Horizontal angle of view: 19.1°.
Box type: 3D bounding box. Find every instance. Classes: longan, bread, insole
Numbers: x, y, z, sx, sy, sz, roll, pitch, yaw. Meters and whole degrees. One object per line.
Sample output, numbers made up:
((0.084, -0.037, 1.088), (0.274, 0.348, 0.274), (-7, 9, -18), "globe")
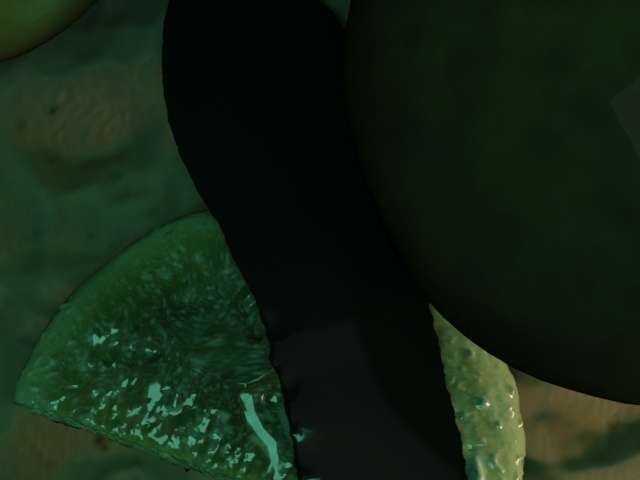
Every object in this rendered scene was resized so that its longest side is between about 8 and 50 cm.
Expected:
((0.131, -0.058, 0.601), (0.248, 0.248, 0.248), (0, 95, 2), "longan")
((-0.007, 0.040, 0.695), (0.193, 0.036, 0.112), (20, 77, 10), "bread")
((0.000, 0.000, 0.687), (0.080, 0.003, 0.232), (-17, 75, -5), "insole")

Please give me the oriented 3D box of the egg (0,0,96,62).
((-0.133, -0.176, 0.617), (0.201, 0.201, 0.244), (-10, 109, 2), "egg")
